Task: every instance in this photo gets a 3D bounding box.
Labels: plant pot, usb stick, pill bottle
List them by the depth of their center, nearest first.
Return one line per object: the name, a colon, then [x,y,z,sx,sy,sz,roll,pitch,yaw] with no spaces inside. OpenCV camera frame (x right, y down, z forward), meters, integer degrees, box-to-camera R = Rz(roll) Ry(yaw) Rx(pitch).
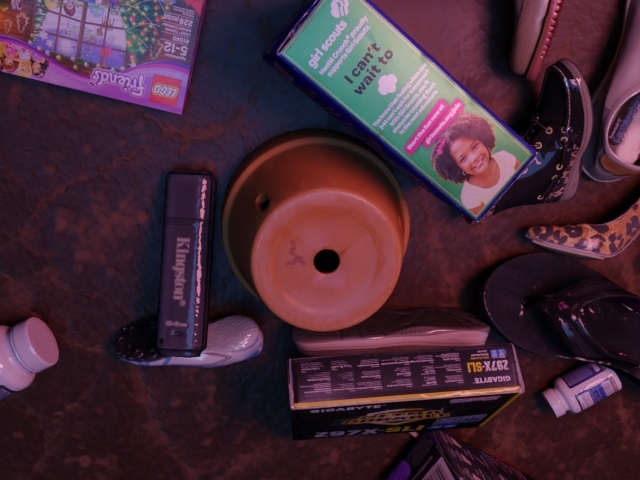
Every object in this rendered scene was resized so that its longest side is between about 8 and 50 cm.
plant pot: [0.000,0.000,0.981,0.291,0.203,0.290,-2,108,-6]
usb stick: [-0.198,0.032,1.013,0.077,0.045,0.278,3,89,-5]
pill bottle: [-0.500,0.192,1.043,0.180,0.108,0.108,-25,108,3]
pill bottle: [0.445,0.254,1.175,0.120,0.067,0.067,-30,108,4]

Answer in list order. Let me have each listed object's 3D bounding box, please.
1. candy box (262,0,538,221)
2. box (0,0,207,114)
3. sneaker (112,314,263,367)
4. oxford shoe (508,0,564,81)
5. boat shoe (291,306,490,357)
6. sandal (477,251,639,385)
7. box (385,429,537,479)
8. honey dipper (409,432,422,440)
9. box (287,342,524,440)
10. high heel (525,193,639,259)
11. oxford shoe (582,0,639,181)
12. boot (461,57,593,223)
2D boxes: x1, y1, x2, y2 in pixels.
candy box: [0.086,-0.185,0.896,0.317,0.268,0.122,36,97,-15]
box: [-0.311,-0.305,0.930,0.293,0.057,0.201,12,107,-9]
sneaker: [-0.207,0.168,1.082,0.237,0.085,0.086,-4,140,4]
oxford shoe: [0.276,-0.398,0.943,0.130,0.123,0.348,5,104,13]
boat shoe: [0.113,0.169,1.094,0.320,0.118,0.103,-1,109,-14]
sandal: [0.468,0.134,1.092,0.446,0.107,0.167,21,78,-9]
box: [0.262,0.465,1.170,0.270,0.143,0.165,31,103,-22]
honey dipper: [0.175,0.349,1.201,0.030,0.030,0.161,-44,110,9]
box: [0.113,0.238,1.048,0.322,0.257,0.079,-3,66,-4]
high heel: [0.461,-0.060,1.084,0.261,0.093,0.186,7,89,1]
oxford shoe: [0.507,-0.288,0.979,0.169,0.130,0.449,17,104,-9]
boot: [0.289,-0.132,0.990,0.179,0.085,0.236,-17,132,-8]
